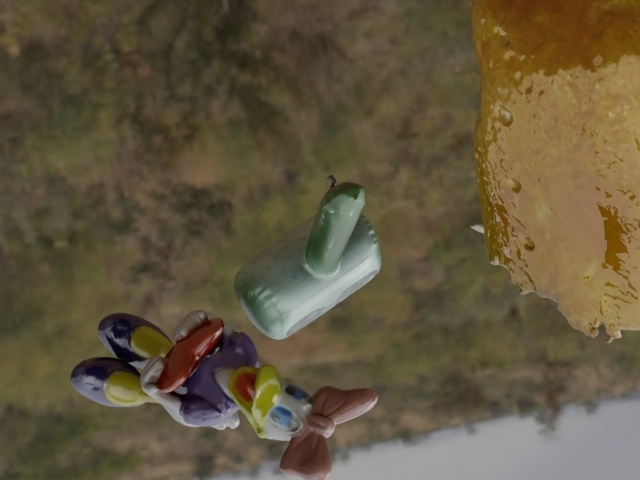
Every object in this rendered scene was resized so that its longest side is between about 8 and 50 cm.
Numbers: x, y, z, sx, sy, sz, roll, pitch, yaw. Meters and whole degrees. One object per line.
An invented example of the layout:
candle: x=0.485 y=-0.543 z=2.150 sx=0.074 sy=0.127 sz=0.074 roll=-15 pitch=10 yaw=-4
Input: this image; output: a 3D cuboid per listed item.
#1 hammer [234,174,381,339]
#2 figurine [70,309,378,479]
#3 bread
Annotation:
hammer: x=0.000 y=0.000 z=1.888 sx=0.206 sy=0.119 sz=0.335 roll=-36 pitch=167 yaw=-21
figurine: x=-0.134 y=0.197 z=1.923 sx=0.421 sy=0.154 sz=0.193 roll=5 pitch=143 yaw=45
bread: x=0.276 y=-0.103 z=1.462 sx=0.250 sy=0.394 sz=0.361 roll=-38 pitch=-137 yaw=-26
